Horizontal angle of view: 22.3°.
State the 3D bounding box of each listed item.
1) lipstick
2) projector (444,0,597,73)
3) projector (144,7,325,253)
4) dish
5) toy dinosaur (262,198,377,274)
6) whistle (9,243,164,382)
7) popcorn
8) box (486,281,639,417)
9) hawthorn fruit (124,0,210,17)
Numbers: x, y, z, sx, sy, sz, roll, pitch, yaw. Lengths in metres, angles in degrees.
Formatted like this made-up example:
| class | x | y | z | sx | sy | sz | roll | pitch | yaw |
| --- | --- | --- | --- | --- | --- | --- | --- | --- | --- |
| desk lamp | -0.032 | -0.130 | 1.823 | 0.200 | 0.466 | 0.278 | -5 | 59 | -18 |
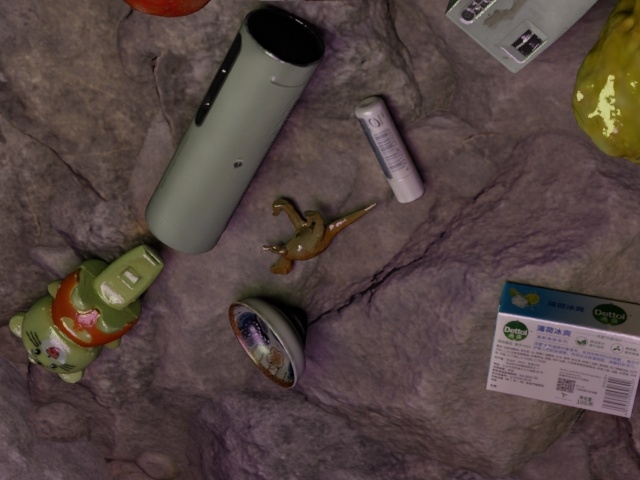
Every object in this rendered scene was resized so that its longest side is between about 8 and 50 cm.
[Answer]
| class | x | y | z | sx | sy | sz | roll | pitch | yaw |
| --- | --- | --- | --- | --- | --- | --- | --- | --- | --- |
| lipstick | 0.086 | -0.112 | 2.014 | 0.040 | 0.040 | 0.141 | -15 | 120 | 24 |
| projector | 0.232 | -0.278 | 1.840 | 0.115 | 0.061 | 0.147 | 40 | 126 | -12 |
| projector | -0.110 | -0.129 | 2.015 | 0.108 | 0.108 | 0.337 | 28 | 127 | -5 |
| dish | -0.052 | 0.122 | 2.210 | 0.141 | 0.078 | 0.141 | 41 | 153 | 27 |
| toy dinosaur | 0.000 | 0.000 | 2.127 | 0.162 | 0.039 | 0.126 | 0 | 135 | 10 |
| whistle | -0.316 | 0.097 | 2.235 | 0.131 | 0.106 | 0.288 | 45 | 124 | -10 |
| popcorn | 0.457 | -0.210 | 1.733 | 0.334 | 0.293 | 0.292 | 7 | 91 | -24 |
| box | 0.321 | 0.142 | 2.112 | 0.194 | 0.073 | 0.139 | 11 | 127 | 8 |
| hawthorn fruit | -0.179 | -0.337 | 1.857 | 0.188 | 0.169 | 0.169 | -18 | 119 | 30 |
